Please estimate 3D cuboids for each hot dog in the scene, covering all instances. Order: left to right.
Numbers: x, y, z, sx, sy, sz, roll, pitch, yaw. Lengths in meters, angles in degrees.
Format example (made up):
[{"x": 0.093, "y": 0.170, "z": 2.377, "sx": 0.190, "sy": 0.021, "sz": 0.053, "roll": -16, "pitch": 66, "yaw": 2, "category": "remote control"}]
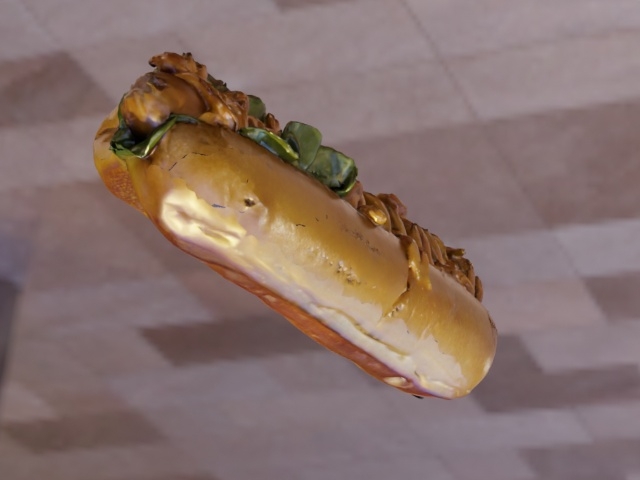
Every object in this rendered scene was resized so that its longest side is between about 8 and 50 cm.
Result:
[{"x": 0.000, "y": 0.000, "z": 0.643, "sx": 0.072, "sy": 0.055, "sz": 0.188, "roll": 34, "pitch": 179, "yaw": 45, "category": "hot dog"}]
